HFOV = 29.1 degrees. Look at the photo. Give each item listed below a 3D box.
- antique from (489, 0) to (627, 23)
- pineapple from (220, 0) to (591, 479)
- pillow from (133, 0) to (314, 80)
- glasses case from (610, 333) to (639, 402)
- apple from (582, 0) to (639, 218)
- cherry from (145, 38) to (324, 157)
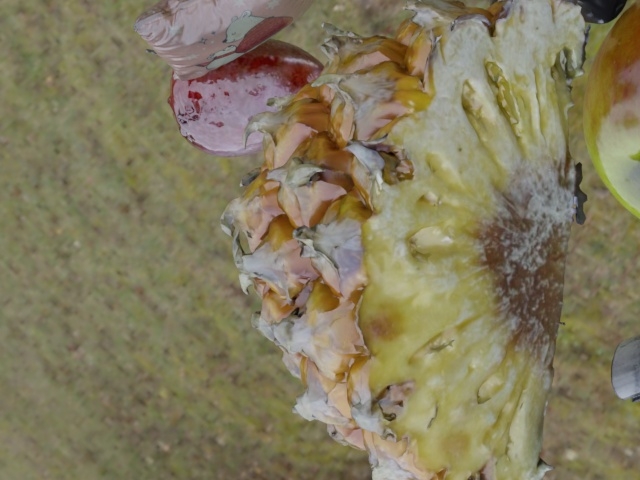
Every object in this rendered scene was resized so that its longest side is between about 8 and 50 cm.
[{"bbox_3d":[0.315,-0.421,1.589,0.185,0.322,0.255,22,167,38],"label":"antique"},{"bbox_3d":[-0.002,0.000,0.801,0.286,0.209,0.345,4,88,56],"label":"pineapple"},{"bbox_3d":[-0.113,-0.288,1.577,0.084,0.236,0.223,65,-174,7],"label":"pillow"},{"bbox_3d":[0.543,0.139,1.749,0.060,0.114,0.299,36,142,-17],"label":"glasses case"},{"bbox_3d":[0.506,-0.171,1.612,0.339,0.339,0.340,23,141,21],"label":"apple"},{"bbox_3d":[-0.103,-0.215,1.776,0.249,0.175,0.192,-10,148,20],"label":"cherry"}]
